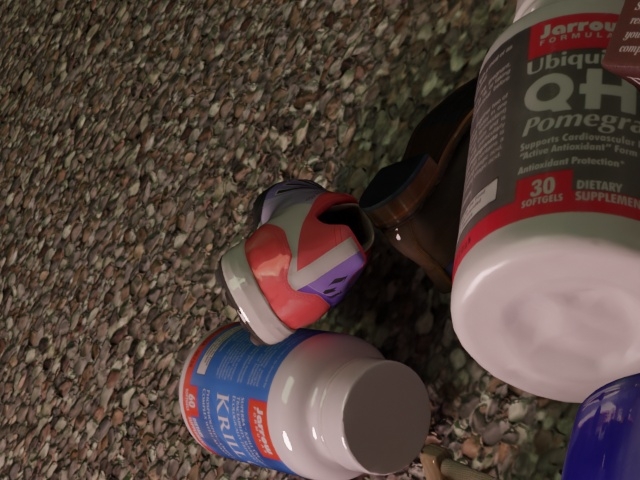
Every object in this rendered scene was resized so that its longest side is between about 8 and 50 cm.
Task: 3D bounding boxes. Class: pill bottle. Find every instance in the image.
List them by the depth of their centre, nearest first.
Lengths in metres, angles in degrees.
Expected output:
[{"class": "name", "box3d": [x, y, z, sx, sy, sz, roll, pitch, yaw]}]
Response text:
[{"class": "pill bottle", "box3d": [0.193, -0.059, 1.141, 0.176, 0.176, 0.318, -31, 35, 38]}, {"class": "pill bottle", "box3d": [-0.013, 0.135, 1.344, 0.221, 0.124, 0.124, 2, 69, 54]}]

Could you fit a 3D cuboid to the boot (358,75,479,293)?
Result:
[{"class": "boot", "box3d": [0.126, -0.056, 1.352, 0.219, 0.106, 0.082, -47, 20, -30]}]

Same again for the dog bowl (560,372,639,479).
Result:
[{"class": "dog bowl", "box3d": [0.254, 0.161, 0.842, 0.265, 0.265, 0.104, -14, 54, 48]}]

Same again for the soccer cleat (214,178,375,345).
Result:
[{"class": "soccer cleat", "box3d": [0.000, 0.000, 1.374, 0.116, 0.109, 0.318, -28, 7, 13]}]

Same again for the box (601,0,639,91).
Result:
[{"class": "box", "box3d": [0.324, -0.137, 1.013, 0.168, 0.203, 0.167, 12, 77, 56]}]

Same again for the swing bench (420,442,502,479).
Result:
[{"class": "swing bench", "box3d": [0.076, 0.274, 1.046, 0.253, 0.254, 0.165, 16, 117, 52]}]
